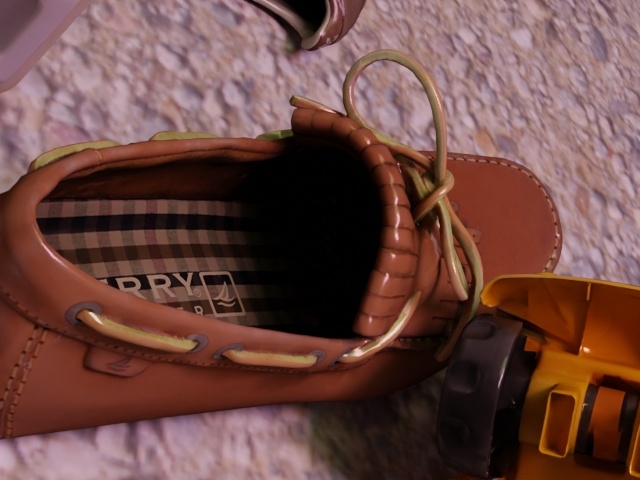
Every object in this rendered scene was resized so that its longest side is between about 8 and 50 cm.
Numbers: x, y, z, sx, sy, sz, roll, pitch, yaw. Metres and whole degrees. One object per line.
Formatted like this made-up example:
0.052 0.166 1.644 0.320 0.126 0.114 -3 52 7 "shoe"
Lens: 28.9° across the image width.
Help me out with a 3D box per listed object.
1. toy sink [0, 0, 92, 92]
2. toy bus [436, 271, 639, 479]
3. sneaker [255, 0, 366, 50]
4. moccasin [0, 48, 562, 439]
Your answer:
-0.165 -0.160 0.546 0.131 0.153 0.234 14 53 -37 "toy sink"
0.142 0.127 0.640 0.211 0.149 0.220 -4 105 -74 "toy bus"
-0.046 -0.193 0.747 0.188 0.066 0.071 40 43 -15 "sneaker"
-0.001 -0.003 0.594 0.380 0.147 0.139 1 62 -43 "moccasin"
